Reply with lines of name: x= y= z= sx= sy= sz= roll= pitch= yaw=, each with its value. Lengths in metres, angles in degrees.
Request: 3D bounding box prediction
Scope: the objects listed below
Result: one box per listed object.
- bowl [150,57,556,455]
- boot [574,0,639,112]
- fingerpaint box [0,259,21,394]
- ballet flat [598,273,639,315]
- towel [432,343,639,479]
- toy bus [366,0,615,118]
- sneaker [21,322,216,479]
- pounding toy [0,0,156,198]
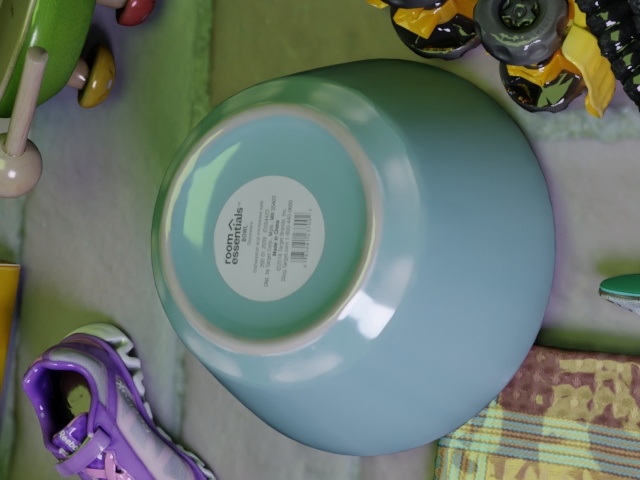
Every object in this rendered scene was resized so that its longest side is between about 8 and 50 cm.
bowl: x=0.000 y=0.000 z=1.275 sx=0.311 sy=0.163 sz=0.312 roll=-5 pitch=79 yaw=27
boot: x=0.338 y=-0.124 z=1.101 sx=0.260 sy=0.131 sz=0.348 roll=-28 pitch=63 yaw=-16
fingerpaint box: x=-0.508 y=0.160 z=1.520 sx=0.444 sy=0.163 sz=0.371 roll=10 pitch=93 yaw=24
ballet flat: x=0.256 y=0.042 z=1.243 sx=0.114 sy=0.041 sz=0.041 roll=-8 pitch=85 yaw=25
towel: x=0.195 y=0.264 z=1.249 sx=0.271 sy=0.040 sz=0.370 roll=5 pitch=87 yaw=24
toy bus: x=0.149 y=-0.221 z=1.258 sx=0.220 sy=0.149 sz=0.211 roll=31 pitch=85 yaw=20
sneaker: x=-0.166 y=0.174 z=1.394 sx=0.095 sy=0.104 sz=0.236 roll=-38 pitch=74 yaw=17
pounding toy: x=-0.200 y=-0.156 z=1.413 sx=0.183 sy=0.110 sz=0.237 roll=124 pitch=154 yaw=-43
